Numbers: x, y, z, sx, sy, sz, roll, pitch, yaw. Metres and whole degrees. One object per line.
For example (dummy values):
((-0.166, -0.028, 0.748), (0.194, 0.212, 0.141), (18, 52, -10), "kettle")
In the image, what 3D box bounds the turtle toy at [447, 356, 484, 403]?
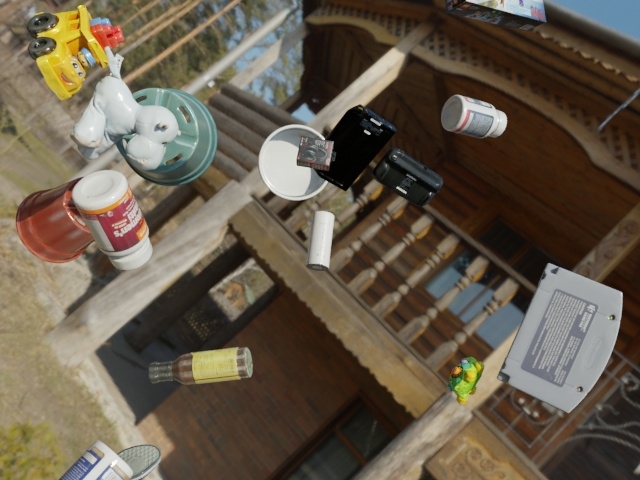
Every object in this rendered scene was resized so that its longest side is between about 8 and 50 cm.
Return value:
((0.350, 0.326, 1.414), (0.066, 0.130, 0.095), (28, -59, 30), "turtle toy")

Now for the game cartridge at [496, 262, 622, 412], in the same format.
((0.548, 0.222, 1.320), (0.196, 0.294, 0.060), (25, 2, 24), "game cartridge")

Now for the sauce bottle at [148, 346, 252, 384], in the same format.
((-0.409, 0.432, 1.997), (0.111, 0.344, 0.112), (-6, 90, -87), "sauce bottle")

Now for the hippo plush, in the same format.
((-0.503, -0.321, 1.602), (0.236, 0.294, 0.234), (25, 5, -7), "hippo plush")

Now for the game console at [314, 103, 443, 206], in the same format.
((0.165, -0.191, 1.552), (0.361, 0.213, 0.044), (28, 29, -26), "game console")

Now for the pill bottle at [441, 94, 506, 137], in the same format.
((0.465, -0.366, 1.764), (0.180, 0.108, 0.108), (8, 12, -26), "pill bottle")

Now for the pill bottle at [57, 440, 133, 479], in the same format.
((-0.298, 0.316, 0.726), (0.067, 0.120, 0.067), (29, -34, 21), "pill bottle")

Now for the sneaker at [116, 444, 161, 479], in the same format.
((-0.487, 0.603, 1.430), (0.086, 0.226, 0.163), (42, -33, 34), "sneaker")

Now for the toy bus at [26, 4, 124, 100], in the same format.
((-0.601, -0.482, 1.474), (0.149, 0.211, 0.220), (79, -7, -55), "toy bus")

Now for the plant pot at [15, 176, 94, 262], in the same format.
((-0.848, -0.083, 2.011), (0.265, 0.272, 0.272), (-18, -58, 37), "plant pot")

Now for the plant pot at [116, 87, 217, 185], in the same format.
((-0.513, -0.345, 1.902), (0.341, 0.341, 0.334), (49, -2, -9), "plant pot")

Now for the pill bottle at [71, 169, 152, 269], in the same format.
((-0.464, -0.041, 1.331), (0.121, 0.121, 0.221), (42, -26, 37), "pill bottle")

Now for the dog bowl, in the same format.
((-0.092, -0.277, 2.097), (0.265, 0.265, 0.104), (49, -2, -11), "dog bowl")

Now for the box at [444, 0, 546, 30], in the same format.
((0.292, -0.457, 1.000), (0.044, 0.233, 0.159), (-11, -93, 51), "box")

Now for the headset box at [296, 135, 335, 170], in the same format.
((-0.008, -0.194, 1.313), (0.083, 0.062, 0.032), (11, -16, 4), "headset box")

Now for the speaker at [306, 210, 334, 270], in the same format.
((0.000, 0.000, 1.400), (0.055, 0.136, 0.055), (6, -19, 2), "speaker")
